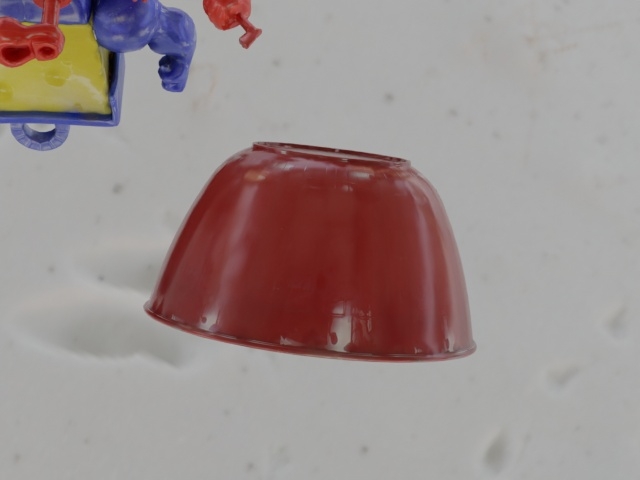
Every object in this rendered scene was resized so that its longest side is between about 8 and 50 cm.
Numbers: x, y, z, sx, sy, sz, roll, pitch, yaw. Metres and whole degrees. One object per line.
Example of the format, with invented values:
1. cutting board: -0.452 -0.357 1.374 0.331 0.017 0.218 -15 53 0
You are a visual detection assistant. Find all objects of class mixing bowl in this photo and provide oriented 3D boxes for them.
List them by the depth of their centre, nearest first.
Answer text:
1. mixing bowl: 0.000 0.000 0.888 0.182 0.181 0.098 5 96 -20

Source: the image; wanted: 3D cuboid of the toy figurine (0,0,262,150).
1. toy figurine: -0.202 -0.112 0.972 0.363 0.217 0.191 -1 54 -4
